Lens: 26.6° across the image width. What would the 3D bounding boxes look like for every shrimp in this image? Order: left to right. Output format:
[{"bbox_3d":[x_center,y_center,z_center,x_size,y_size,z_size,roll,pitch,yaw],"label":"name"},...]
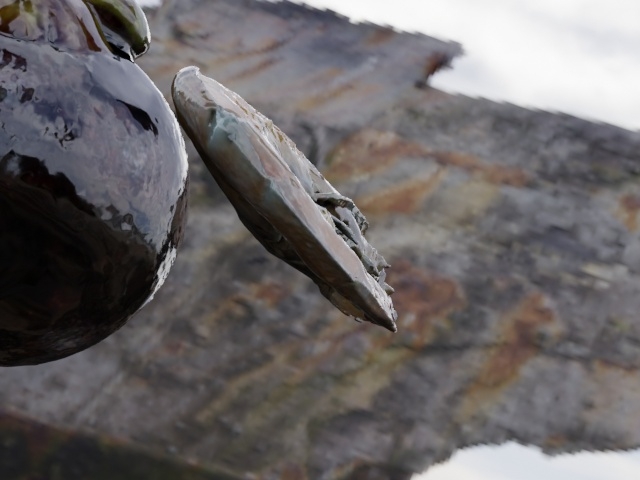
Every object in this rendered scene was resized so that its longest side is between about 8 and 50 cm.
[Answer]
[{"bbox_3d":[-0.002,0.001,0.700,0.143,0.052,0.251,53,7,36],"label":"shrimp"}]

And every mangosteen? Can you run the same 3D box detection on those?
[{"bbox_3d":[-0.240,-0.062,0.999,0.297,0.313,0.297,-3,-41,-3],"label":"mangosteen"}]
